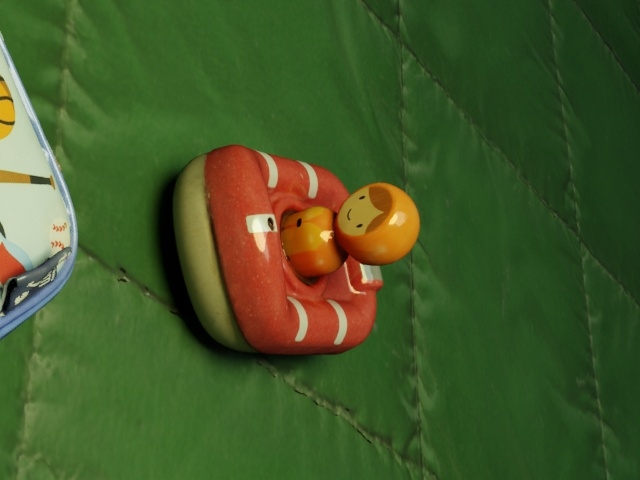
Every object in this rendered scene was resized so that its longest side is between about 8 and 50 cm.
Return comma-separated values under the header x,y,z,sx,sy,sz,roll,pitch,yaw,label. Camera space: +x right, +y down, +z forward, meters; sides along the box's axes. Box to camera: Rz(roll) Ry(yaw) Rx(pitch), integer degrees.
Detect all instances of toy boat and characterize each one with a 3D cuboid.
x,y,z,sx,sy,sz,roll,pitch,yaw,label
0.000,0.000,0.995,0.231,0.151,0.151,8,67,-61,toy boat

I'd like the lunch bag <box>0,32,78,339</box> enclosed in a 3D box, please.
x,y,z,sx,sy,sz,roll,pitch,yaw,label
-0.242,-0.053,0.613,0.303,0.115,0.243,66,29,-10,lunch bag
